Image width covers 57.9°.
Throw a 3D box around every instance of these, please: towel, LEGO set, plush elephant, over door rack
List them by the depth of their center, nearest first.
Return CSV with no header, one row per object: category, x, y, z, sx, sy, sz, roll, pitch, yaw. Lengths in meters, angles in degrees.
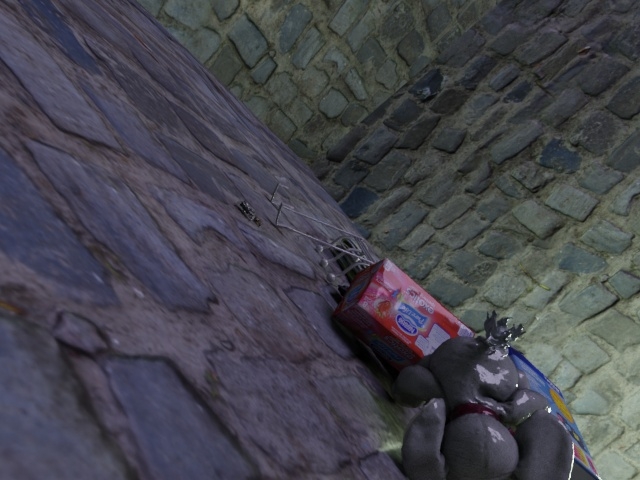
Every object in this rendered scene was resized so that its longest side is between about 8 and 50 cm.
plush elephant,0.249,0.305,0.945,0.271,0.255,0.330,14,-37,8
LEGO set,-0.142,-0.060,1.175,0.054,0.023,0.083,53,8,21
over door rack,0.000,0.000,1.495,0.324,0.108,0.239,34,10,-17
towel,0.206,0.176,1.860,0.374,0.090,0.320,45,9,-36

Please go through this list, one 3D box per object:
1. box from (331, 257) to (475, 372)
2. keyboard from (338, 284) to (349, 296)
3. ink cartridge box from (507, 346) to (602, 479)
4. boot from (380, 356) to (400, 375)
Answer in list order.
box,0.169,0.173,1.183,0.257,0.128,0.122,40,-31,-9
keyboard,0.188,0.195,1.399,0.317,0.033,0.201,30,-8,12
ink cartridge box,0.570,0.472,1.584,0.270,0.151,0.395,41,22,-22
boot,0.169,0.269,1.331,0.219,0.082,0.106,42,-26,34
